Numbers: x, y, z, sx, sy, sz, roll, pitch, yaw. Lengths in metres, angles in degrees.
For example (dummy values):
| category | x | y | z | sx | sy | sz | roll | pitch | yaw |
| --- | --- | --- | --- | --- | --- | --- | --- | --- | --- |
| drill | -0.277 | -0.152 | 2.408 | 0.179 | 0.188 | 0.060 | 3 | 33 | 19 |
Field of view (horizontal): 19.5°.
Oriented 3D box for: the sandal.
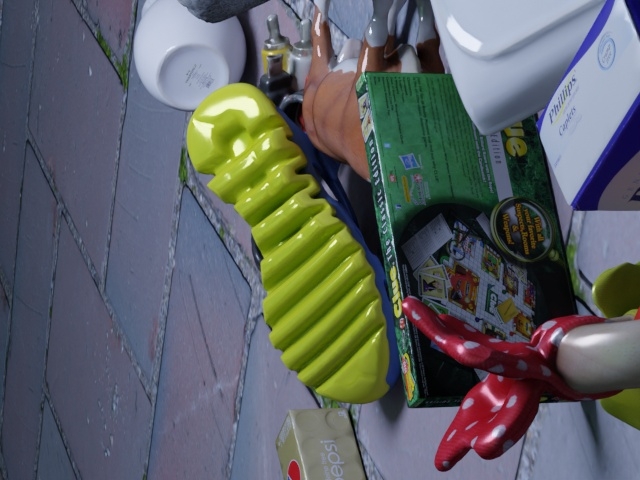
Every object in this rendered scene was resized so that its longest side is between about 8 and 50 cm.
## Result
| category | x | y | z | sx | sy | sz | roll | pitch | yaw |
| --- | --- | --- | --- | --- | --- | --- | --- | --- | --- |
| sandal | 0.000 | 0.000 | 1.710 | 0.126 | 0.138 | 0.317 | -30 | 73 | 27 |

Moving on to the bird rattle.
| category | x | y | z | sx | sy | sz | roll | pitch | yaw |
| --- | --- | --- | --- | --- | --- | --- | --- | --- | --- |
| bird rattle | 0.181 | 0.051 | 1.030 | 0.207 | 0.254 | 0.143 | -14 | 75 | 45 |

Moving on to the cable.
| category | x | y | z | sx | sy | sz | roll | pitch | yaw |
| --- | --- | --- | --- | --- | --- | --- | --- | --- | --- |
| cable | -0.018 | -0.079 | 1.880 | 0.139 | 0.072 | 0.287 | 39 | 140 | 44 |

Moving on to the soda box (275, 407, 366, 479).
| category | x | y | z | sx | sy | sz | roll | pitch | yaw |
| --- | --- | --- | --- | --- | --- | --- | --- | --- | --- |
| soda box | 0.010 | 0.246 | 1.742 | 0.058 | 0.061 | 0.181 | 113 | 150 | -48 |

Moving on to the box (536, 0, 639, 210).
| category | x | y | z | sx | sy | sz | roll | pitch | yaw |
| --- | --- | --- | --- | --- | --- | --- | --- | --- | --- |
| box | 0.214 | -0.079 | 1.063 | 0.126 | 0.137 | 0.072 | 115 | 148 | -49 |

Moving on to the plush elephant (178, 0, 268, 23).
| category | x | y | z | sx | sy | sz | roll | pitch | yaw |
| --- | --- | --- | --- | --- | --- | --- | --- | --- | --- |
| plush elephant | -0.012 | -0.347 | 1.508 | 0.330 | 0.272 | 0.255 | -70 | -42 | -79 |

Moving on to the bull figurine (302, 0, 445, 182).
| category | x | y | z | sx | sy | sz | roll | pitch | yaw |
| --- | --- | --- | --- | --- | --- | --- | --- | --- | --- |
| bull figurine | 0.055 | -0.124 | 1.565 | 0.310 | 0.101 | 0.188 | -157 | 70 | -68 |

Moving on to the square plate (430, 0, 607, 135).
| category | x | y | z | sx | sy | sz | roll | pitch | yaw |
| --- | --- | --- | --- | --- | --- | --- | --- | --- | --- |
| square plate | 0.141 | -0.276 | 1.214 | 0.344 | 0.049 | 0.347 | -26 | 78 | 57 |

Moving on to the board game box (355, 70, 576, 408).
| category | x | y | z | sx | sy | sz | roll | pitch | yaw |
| --- | --- | --- | --- | --- | --- | --- | --- | --- | --- |
| board game box | 0.109 | -0.004 | 1.360 | 0.030 | 0.136 | 0.259 | 121 | 145 | -61 |

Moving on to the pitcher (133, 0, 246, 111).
| category | x | y | z | sx | sy | sz | roll | pitch | yaw |
| --- | --- | --- | --- | --- | --- | --- | --- | --- | --- |
| pitcher | -0.137 | -0.251 | 2.102 | 0.177 | 0.125 | 0.207 | -61 | 20 | 26 |
